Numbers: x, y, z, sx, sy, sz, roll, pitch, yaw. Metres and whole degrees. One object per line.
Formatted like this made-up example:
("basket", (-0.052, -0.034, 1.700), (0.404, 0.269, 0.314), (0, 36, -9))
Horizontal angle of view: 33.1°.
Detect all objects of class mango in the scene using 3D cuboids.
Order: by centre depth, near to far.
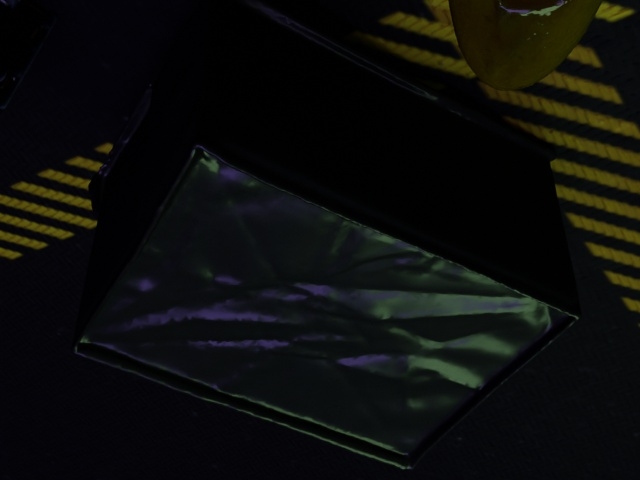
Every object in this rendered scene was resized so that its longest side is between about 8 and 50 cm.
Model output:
("mango", (0.143, -0.217, 0.700), (0.130, 0.167, 0.262), (18, 143, 18))

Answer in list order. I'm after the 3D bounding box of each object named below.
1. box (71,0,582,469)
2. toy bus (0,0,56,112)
("box", (0.000, -0.001, 0.886), (0.345, 0.204, 0.251), (23, 132, -20))
("toy bus", (-0.385, -0.198, 0.889), (0.275, 0.138, 0.167), (37, 136, -24))
